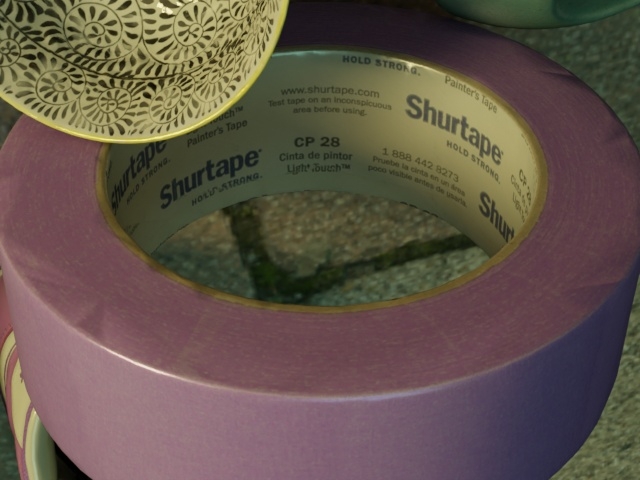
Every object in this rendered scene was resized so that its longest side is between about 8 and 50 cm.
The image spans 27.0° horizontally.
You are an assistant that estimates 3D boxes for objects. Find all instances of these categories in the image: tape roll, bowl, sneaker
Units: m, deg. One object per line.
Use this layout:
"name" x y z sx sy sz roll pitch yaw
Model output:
"tape roll" 0.000 0.000 0.588 0.275 0.274 0.090 -10 130 -12
"bowl" -0.080 -0.134 0.562 0.170 0.080 0.170 7 117 15
"sneaker" -0.119 0.145 0.745 0.102 0.161 0.282 -20 133 -5

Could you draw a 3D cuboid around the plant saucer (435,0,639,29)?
"plant saucer" 0.145 -0.146 0.613 0.195 0.037 0.195 -25 165 -7
